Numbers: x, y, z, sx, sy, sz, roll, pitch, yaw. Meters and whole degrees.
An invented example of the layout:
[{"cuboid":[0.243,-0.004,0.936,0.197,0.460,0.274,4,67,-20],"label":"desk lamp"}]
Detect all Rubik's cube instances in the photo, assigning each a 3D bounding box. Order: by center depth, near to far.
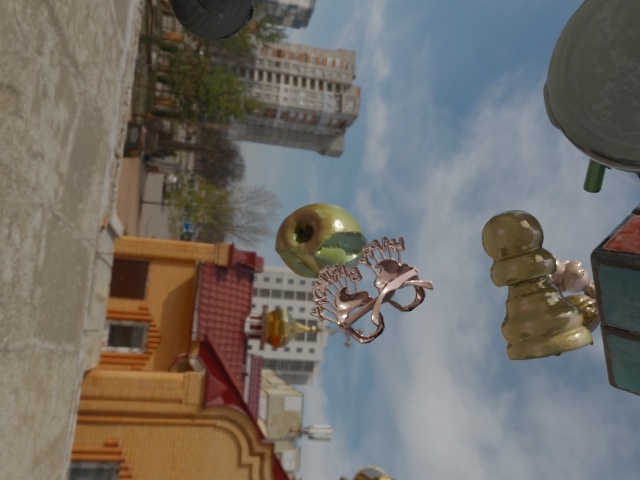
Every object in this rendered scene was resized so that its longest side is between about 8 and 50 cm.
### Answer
[{"cuboid":[0.693,0.097,0.910,0.316,0.313,0.318,12,-51,52],"label":"Rubik's cube"}]

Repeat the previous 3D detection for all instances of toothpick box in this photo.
[{"cuboid":[0.465,-0.169,0.694,0.263,0.354,0.263,-3,-94,39],"label":"toothpick box"}]

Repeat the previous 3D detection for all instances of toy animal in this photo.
[{"cuboid":[0.778,0.111,1.638,0.124,0.212,0.124,16,90,-74],"label":"toy animal"}]

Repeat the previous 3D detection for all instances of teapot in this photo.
[{"cuboid":[-0.300,-0.614,1.257,0.200,0.270,0.337,-55,-146,20],"label":"teapot"}]

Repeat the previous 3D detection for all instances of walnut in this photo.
[{"cuboid":[0.606,0.180,1.274,0.124,0.105,0.105,-44,-154,13],"label":"walnut"}]

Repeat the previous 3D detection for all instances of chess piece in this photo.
[{"cuboid":[0.244,0.047,0.627,0.094,0.094,0.170,137,-58,-71],"label":"chess piece"}]

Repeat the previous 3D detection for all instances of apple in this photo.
[{"cuboid":[0.000,0.000,1.218,0.188,0.207,0.174,59,31,-52],"label":"apple"}]

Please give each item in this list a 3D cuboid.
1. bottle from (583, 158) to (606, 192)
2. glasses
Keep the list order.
[{"cuboid":[0.498,-0.129,0.966,0.030,0.030,0.083,-109,-164,-61],"label":"bottle"},{"cuboid":[0.096,0.082,1.005,0.162,0.255,0.095,50,-28,16],"label":"glasses"}]
